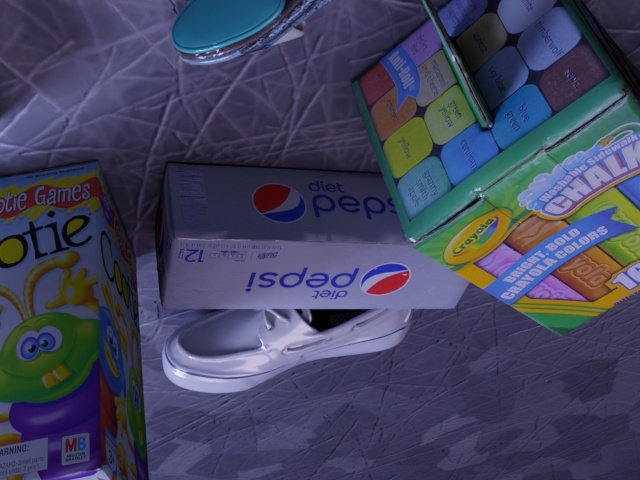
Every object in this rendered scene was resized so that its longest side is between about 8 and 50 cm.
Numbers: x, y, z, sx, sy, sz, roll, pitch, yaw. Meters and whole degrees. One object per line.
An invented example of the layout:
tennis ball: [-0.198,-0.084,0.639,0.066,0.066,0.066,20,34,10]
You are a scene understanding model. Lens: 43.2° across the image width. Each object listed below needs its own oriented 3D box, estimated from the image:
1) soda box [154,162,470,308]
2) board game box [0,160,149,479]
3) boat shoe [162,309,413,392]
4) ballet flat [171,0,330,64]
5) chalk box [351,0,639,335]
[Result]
soda box: [0.000,0.000,0.731,0.286,0.091,0.098,1,138,-18]
board game box: [-0.221,0.092,0.628,0.142,0.275,0.144,-11,141,-4]
boat shoe: [-0.029,0.082,0.823,0.268,0.096,0.088,-7,137,-10]
ballet flat: [-0.014,-0.170,0.546,0.188,0.070,0.070,-28,140,23]
chalk box: [0.153,-0.079,0.613,0.179,0.180,0.289,-37,135,26]
